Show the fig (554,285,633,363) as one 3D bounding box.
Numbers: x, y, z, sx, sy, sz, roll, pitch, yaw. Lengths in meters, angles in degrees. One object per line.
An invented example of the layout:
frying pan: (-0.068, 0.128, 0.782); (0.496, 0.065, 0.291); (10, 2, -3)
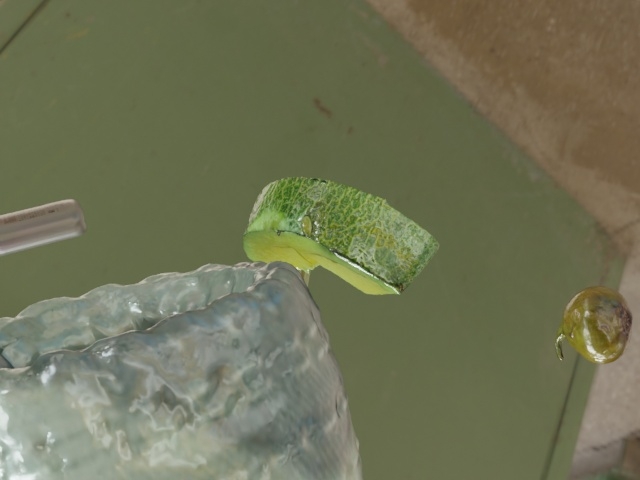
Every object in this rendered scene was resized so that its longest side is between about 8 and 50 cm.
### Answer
fig: (0.301, 0.094, 1.411); (0.098, 0.082, 0.084); (-8, 104, 41)

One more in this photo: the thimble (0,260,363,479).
thimble: (-0.105, 0.118, 0.715); (0.250, 0.205, 0.172); (-14, 100, 5)

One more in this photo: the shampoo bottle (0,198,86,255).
shampoo bottle: (-0.339, -0.007, 1.362); (0.165, 0.080, 0.040); (-16, 108, -14)

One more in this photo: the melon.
melon: (0.000, 0.000, 1.152); (0.118, 0.064, 0.209); (39, 157, -24)
